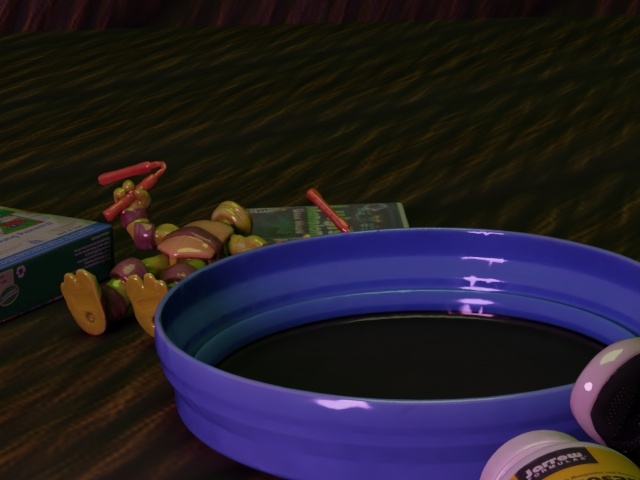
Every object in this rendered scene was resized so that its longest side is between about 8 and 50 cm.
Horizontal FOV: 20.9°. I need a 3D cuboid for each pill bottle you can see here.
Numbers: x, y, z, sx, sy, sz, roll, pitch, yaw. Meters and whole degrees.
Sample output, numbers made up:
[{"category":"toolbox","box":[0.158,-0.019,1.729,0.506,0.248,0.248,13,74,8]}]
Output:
[{"category":"pill bottle","box":[0.144,0.169,0.926,0.103,0.103,0.184,-5,17,-11]}]

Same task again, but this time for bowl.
[{"category":"bowl","box":[0.074,0.080,1.281,0.391,0.077,0.391,-1,17,0]}]

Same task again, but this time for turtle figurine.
[{"category":"turtle figurine","box":[-0.125,0.014,1.506,0.269,0.087,0.217,16,31,25]}]

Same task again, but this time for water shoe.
[{"category":"water shoe","box":[0.228,0.119,0.994,0.203,0.073,0.080,31,6,-35]}]

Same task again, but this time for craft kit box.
[{"category":"craft kit box","box":[-0.357,0.024,1.556,0.246,0.061,0.250,12,21,33]}]

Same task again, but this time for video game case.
[{"category":"video game case","box":[0.000,0.000,1.648,0.173,0.022,0.190,-2,16,-2]}]
